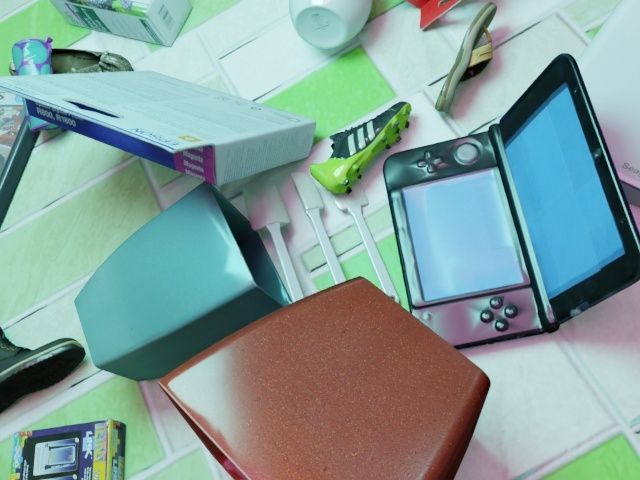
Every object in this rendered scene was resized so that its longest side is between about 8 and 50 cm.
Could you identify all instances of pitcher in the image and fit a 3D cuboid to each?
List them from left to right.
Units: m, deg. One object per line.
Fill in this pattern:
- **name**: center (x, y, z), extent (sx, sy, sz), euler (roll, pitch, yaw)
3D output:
- **pitcher**: center (0.004, -0.398, 1.067), extent (0.178, 0.125, 0.207), euler (-8, 52, 34)

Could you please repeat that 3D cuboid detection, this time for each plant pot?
- **plant pot**: center (-0.183, 0.075, 0.876), extent (0.234, 0.165, 0.165), euler (-31, 63, 4)
- **plant pot**: center (0.031, 0.203, 0.722), extent (0.236, 0.267, 0.267), euler (-41, 62, -20)

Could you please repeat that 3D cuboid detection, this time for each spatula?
- **spatula**: center (0.000, 0.000, 0.920), extent (0.168, 0.019, 0.241), euler (-13, 63, -14)

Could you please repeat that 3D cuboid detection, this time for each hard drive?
- **hard drive**: center (0.464, -0.213, 0.892), extent (0.233, 0.047, 0.353), euler (32, 78, 25)

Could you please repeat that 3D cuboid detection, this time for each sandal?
- **sandal**: center (0.218, -0.257, 0.968), extent (0.049, 0.072, 0.180), euler (24, 76, 7)

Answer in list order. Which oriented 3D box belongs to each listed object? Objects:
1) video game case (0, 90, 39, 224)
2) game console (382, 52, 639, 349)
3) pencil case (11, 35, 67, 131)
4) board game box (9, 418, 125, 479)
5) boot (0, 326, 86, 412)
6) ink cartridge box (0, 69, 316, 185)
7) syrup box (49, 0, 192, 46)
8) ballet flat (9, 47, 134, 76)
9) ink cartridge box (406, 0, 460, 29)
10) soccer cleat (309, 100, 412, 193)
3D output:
- **video game case**: center (-0.615, -0.145, 1.156), extent (0.249, 0.035, 0.274), euler (6, 69, 17)
- **game console**: center (0.207, -0.040, 0.814), extent (0.250, 0.173, 0.292), euler (-12, 64, 9)
- **pencil case**: center (-0.462, -0.256, 1.116), extent (0.070, 0.064, 0.151), euler (-16, 88, 6)
- **board game box**: center (-0.326, 0.325, 0.865), extent (0.141, 0.048, 0.170), euler (-9, 64, 9)
- **boot**: center (-0.440, 0.153, 0.961), extent (0.198, 0.077, 0.137), euler (-27, 58, 1)
- **ink cartridge box**: center (-0.223, -0.161, 0.919), extent (0.324, 0.330, 0.071), euler (21, 115, 22)
- **syrup box**: center (-0.356, -0.422, 1.176), extent (0.237, 0.093, 0.096), euler (17, 73, 21)
- **ballet flat**: center (-0.440, -0.305, 1.166), extent (0.250, 0.058, 0.084), euler (10, 69, 19)
- **ink cartridge box**: center (0.170, -0.456, 1.025), extent (0.134, 0.078, 0.230), euler (-28, 52, 49)
- **soccer cleat**: center (0.058, -0.142, 0.954), extent (0.072, 0.060, 0.179), euler (37, 74, 23)
